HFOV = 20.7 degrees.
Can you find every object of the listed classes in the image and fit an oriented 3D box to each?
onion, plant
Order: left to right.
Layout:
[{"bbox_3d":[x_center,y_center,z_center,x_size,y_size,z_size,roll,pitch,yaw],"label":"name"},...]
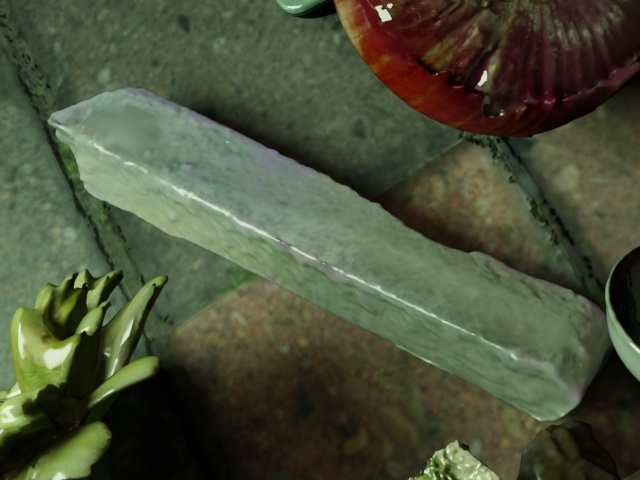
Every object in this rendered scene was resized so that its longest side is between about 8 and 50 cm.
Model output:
[{"bbox_3d":[-0.193,0.172,0.987,0.261,0.306,0.297,-9,94,-10],"label":"plant"},{"bbox_3d":[0.102,-0.173,1.049,0.230,0.163,0.230,1,88,-16],"label":"onion"}]

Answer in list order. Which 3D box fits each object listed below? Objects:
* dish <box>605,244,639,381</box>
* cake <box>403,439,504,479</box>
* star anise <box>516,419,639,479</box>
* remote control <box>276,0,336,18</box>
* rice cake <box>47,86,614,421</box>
[{"bbox_3d":[0.218,0.069,0.958,0.141,0.078,0.141,5,37,-4],"label":"dish"},{"bbox_3d":[0.095,0.156,0.882,0.051,0.055,0.140,-46,44,-5],"label":"cake"},{"bbox_3d":[0.155,0.196,0.916,0.236,0.109,0.223,2,67,25],"label":"star anise"},{"bbox_3d":[0.065,-0.215,1.143,0.222,0.042,0.072,-30,62,8],"label":"remote control"},{"bbox_3d":[0.000,0.001,1.070,0.399,0.064,0.070,27,54,28],"label":"rice cake"}]
